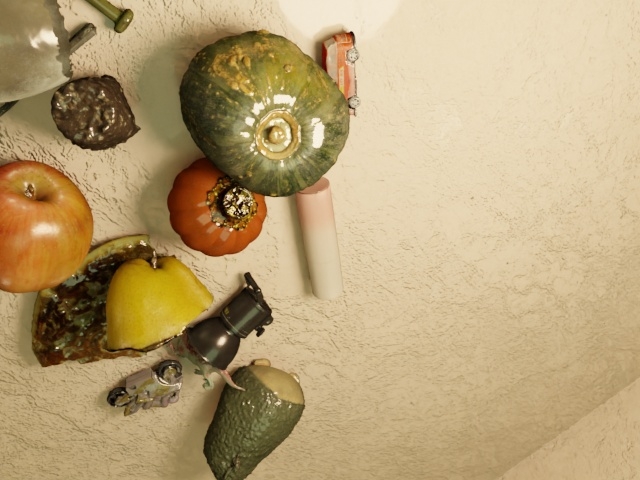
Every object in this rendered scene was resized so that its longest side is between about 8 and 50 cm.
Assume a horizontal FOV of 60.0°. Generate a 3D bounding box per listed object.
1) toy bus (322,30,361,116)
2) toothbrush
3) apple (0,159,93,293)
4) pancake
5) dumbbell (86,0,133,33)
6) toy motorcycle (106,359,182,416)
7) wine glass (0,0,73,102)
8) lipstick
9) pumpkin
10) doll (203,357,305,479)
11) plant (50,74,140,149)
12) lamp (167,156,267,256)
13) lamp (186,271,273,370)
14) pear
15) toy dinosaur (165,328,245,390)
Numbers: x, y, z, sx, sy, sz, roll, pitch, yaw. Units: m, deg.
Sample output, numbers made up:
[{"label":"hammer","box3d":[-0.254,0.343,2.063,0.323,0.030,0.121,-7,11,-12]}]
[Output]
[{"label":"toy bus","box3d":[0.043,-0.357,1.194,0.077,0.079,0.174,-6,124,-2]},{"label":"toothbrush","box3d":[-0.541,-0.317,1.057,0.297,0.030,0.030,-36,115,8]},{"label":"apple","box3d":[-0.587,-0.021,1.111,0.242,0.242,0.241,15,132,-25]},{"label":"pancake","box3d":[-0.525,0.148,1.357,0.305,0.067,0.426,14,116,-33]},{"label":"dumbbell","box3d":[-0.403,-0.434,1.015,0.118,0.046,0.052,33,113,-32]},{"label":"toy motorcycle","box3d":[-0.461,0.416,1.533,0.225,0.073,0.152,-30,128,2]},{"label":"wine glass","box3d":[-0.591,-0.340,0.909,0.323,0.238,0.237,-8,124,-17]},{"label":"lipstick","box3d":[0.000,0.000,1.400,0.087,0.087,0.326,-15,125,-8]},{"label":"pumpkin","box3d":[-0.110,-0.255,1.095,0.291,0.257,0.327,-43,118,0]},{"label":"doll","box3d":[-0.202,0.517,1.588,0.247,0.247,0.349,30,89,-31]},{"label":"plant","box3d":[-0.427,-0.241,1.055,0.129,0.194,0.132,-21,100,-6]},{"label":"lamp","box3d":[-0.223,-0.074,1.215,0.223,0.197,0.223,3,84,-35]},{"label":"lamp","box3d":[-0.213,0.213,1.454,0.227,0.147,0.172,-42,138,2]},{"label":"pear","box3d":[-0.389,0.121,1.253,0.267,0.267,0.178,-22,104,-3]},{"label":"toy dinosaur","box3d":[-0.304,0.325,1.481,0.242,0.053,0.167,25,125,13]}]
